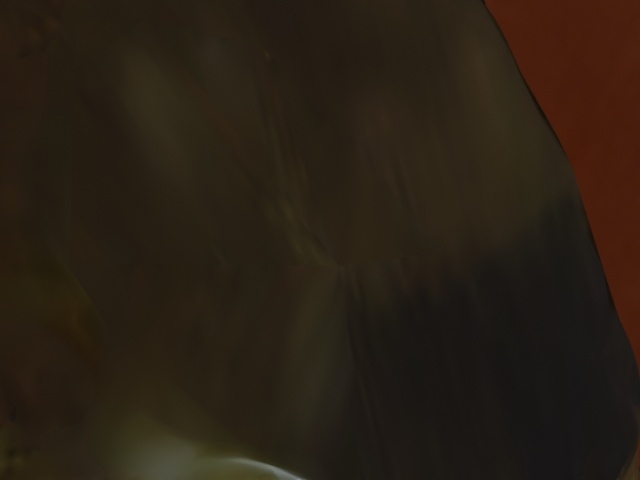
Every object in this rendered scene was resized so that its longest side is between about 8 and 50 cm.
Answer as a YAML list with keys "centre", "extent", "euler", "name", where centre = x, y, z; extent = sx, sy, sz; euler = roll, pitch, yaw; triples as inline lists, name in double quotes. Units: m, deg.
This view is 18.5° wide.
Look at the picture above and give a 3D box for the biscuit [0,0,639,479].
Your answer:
- centre: [-0.015, 0.004, 0.542]
  extent: [0.078, 0.335, 0.329]
  euler: [-19, 113, 37]
  name: "biscuit"
